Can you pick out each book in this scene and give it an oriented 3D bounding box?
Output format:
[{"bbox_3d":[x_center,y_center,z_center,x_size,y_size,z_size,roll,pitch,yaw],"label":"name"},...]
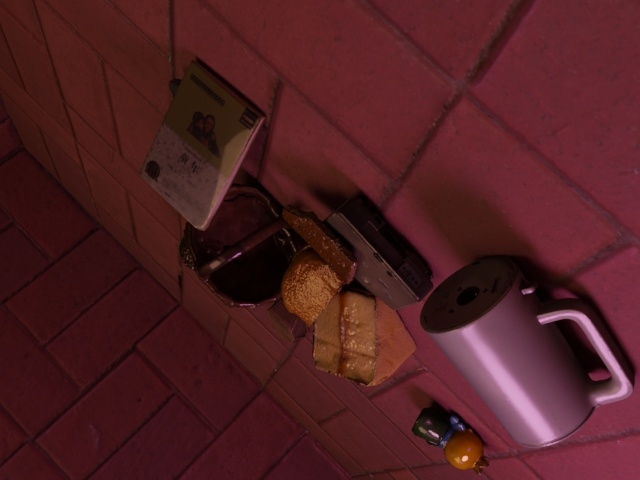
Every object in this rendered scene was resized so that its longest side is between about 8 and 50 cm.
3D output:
[{"bbox_3d":[-0.298,-0.221,1.685,0.239,0.035,0.352,40,120,14],"label":"book"}]

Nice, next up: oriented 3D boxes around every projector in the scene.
[{"bbox_3d":[0.121,0.033,1.566,0.269,0.088,0.193,48,159,-1],"label":"projector"}]

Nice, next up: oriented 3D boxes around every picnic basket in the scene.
[{"bbox_3d":[-0.196,0.013,1.821,0.337,0.293,0.337,53,166,19],"label":"picnic basket"},{"bbox_3d":[-0.113,0.282,2.436,0.115,0.079,0.164,34,155,28],"label":"picnic basket"}]

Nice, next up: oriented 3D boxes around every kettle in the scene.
[{"bbox_3d":[0.378,0.195,1.293,0.318,0.265,0.205,53,-171,-15],"label":"kettle"}]

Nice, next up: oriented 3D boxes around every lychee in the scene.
[{"bbox_3d":[-0.428,0.028,2.485,0.171,0.171,0.171,38,157,20],"label":"lychee"}]

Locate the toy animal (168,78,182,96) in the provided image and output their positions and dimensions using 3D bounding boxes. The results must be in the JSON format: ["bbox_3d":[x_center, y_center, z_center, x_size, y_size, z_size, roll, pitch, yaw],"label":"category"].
[{"bbox_3d":[-0.270,-0.313,1.712,0.253,0.070,0.079,42,166,1],"label":"toy animal"}]

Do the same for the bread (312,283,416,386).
[{"bbox_3d":[0.075,0.241,1.869,0.263,0.198,0.236,8,131,47],"label":"bread"}]

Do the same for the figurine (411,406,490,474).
[{"bbox_3d":[0.383,0.585,2.026,0.234,0.127,0.185,25,165,15],"label":"figurine"}]

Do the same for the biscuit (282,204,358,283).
[{"bbox_3d":[-0.002,-0.008,1.587,0.237,0.026,0.131,47,159,17],"label":"biscuit"}]

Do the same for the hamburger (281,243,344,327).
[{"bbox_3d":[-0.004,0.082,1.765,0.156,0.144,0.283,41,132,9],"label":"hamburger"}]
